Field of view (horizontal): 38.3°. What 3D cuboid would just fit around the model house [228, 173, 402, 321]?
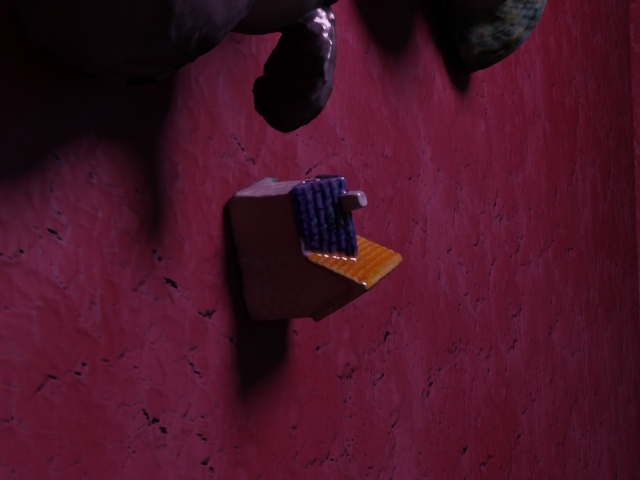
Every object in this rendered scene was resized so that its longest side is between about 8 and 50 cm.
[{"bbox_3d":[0.000,0.000,0.672,0.088,0.100,0.101,-29,110,-60],"label":"model house"}]

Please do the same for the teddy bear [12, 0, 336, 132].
[{"bbox_3d":[-0.066,-0.149,0.536,0.251,0.144,0.171,-5,93,-54],"label":"teddy bear"}]

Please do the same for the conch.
[{"bbox_3d":[0.198,-0.303,1.095,0.188,0.122,0.176,35,79,-52],"label":"conch"}]
